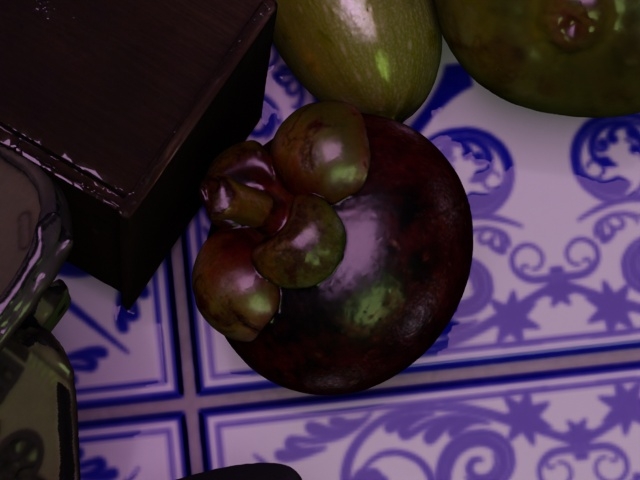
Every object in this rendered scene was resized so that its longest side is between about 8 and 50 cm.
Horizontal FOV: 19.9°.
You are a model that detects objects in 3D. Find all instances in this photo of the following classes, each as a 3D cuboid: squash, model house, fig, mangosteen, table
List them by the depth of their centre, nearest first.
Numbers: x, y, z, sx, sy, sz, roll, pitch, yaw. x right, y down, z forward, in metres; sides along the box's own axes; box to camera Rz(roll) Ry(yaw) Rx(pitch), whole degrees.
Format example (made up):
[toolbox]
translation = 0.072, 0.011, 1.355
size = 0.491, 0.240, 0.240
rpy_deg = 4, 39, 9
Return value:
[model house]
translation = -0.197, 0.085, 1.088
size = 0.205, 0.278, 0.218
rpy_deg = 28, 78, 36
[mangosteen]
translation = 0.000, 0.000, 1.120
size = 0.200, 0.200, 0.200
rpy_deg = 0, 79, 1
[table]
translation = -0.157, -0.093, 1.137
size = 0.193, 0.169, 0.172
rpy_deg = 31, 69, 6
[fig]
translation = 0.177, -0.193, 1.173
size = 0.203, 0.203, 0.225
rpy_deg = 12, 41, 3
[squash]
translation = 0.015, -0.159, 1.188
size = 0.123, 0.123, 0.186
rpy_deg = -25, 80, -4

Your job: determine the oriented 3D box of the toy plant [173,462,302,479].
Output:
[toy plant]
translation = -0.035, 0.344, 1.065
size = 0.279, 0.185, 0.400
rpy_deg = -18, 97, -15
